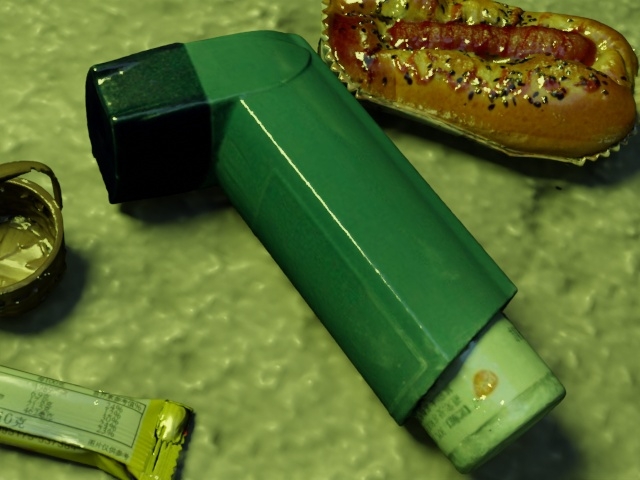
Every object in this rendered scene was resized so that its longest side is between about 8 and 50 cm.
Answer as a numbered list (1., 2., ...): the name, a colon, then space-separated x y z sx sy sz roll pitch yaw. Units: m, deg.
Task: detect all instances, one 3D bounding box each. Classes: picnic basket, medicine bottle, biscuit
1. picnic basket: -0.150 -0.005 0.475 0.072 0.083 0.072 4 60 -8
2. medicine bottle: 0.000 0.000 0.502 0.124 0.079 0.258 -32 72 -28
3. biscuit: -0.203 0.056 0.466 0.292 0.026 0.048 15 56 -2

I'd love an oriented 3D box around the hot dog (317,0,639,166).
1. hot dog: 0.090 -0.100 0.587 0.191 0.059 0.108 13 56 -1
